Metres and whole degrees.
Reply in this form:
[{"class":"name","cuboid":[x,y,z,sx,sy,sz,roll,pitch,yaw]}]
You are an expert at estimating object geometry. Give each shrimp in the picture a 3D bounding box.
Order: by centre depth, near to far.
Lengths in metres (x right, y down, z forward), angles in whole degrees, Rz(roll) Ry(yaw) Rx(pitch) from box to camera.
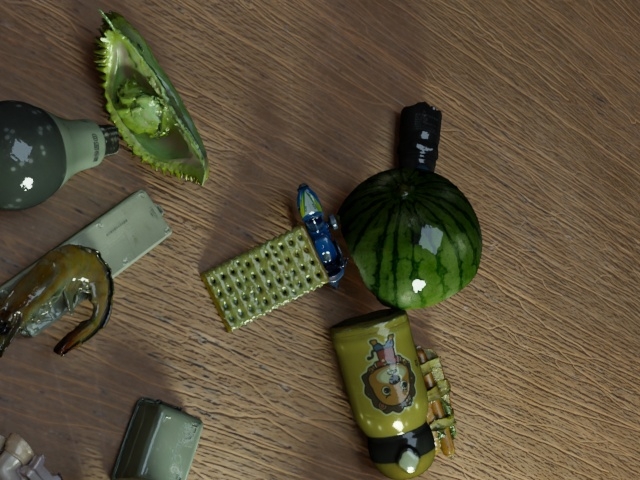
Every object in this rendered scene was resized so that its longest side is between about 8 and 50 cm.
[{"class":"shrimp","cuboid":[-0.445,0.119,1.473,0.173,0.058,0.253,48,56,-29]}]

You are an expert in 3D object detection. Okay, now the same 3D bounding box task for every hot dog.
[{"class":"hot dog","cuboid":[0.251,0.366,1.963,0.109,0.072,0.269,-16,89,-34]}]

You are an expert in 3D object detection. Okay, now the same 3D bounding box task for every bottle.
[{"class":"bottle","cuboid":[0.146,0.329,1.832,0.171,0.171,0.351,-17,91,-37]}]

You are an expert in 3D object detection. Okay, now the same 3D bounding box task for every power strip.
[{"class":"power strip","cuboid":[-0.425,0.040,1.558,0.367,0.043,0.106,-41,105,-34]}]

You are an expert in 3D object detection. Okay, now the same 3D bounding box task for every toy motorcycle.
[{"class":"toy motorcycle","cuboid":[0.000,0.000,1.801,0.092,0.135,0.254,-19,109,-1]}]

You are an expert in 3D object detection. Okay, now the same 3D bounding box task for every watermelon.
[{"class":"watermelon","cuboid":[0.196,-0.035,1.823,0.331,0.189,0.331,0,61,0]}]

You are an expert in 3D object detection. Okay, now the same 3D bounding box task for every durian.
[{"class":"durian","cuboid":[-0.308,-0.267,1.624,0.157,0.169,0.355,-39,105,-32]}]

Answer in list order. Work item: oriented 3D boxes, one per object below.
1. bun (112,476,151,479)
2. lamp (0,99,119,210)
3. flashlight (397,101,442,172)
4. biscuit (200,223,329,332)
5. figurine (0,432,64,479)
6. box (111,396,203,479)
[{"class":"bun","cuboid":[-0.325,0.542,1.352,0.359,0.211,0.360,2,62,-4]},{"class":"lamp","cuboid":[-0.471,-0.170,1.488,0.314,0.182,0.182,-36,102,-40]},{"class":"flashlight","cuboid":[0.217,-0.113,2.020,0.103,0.103,0.424,16,73,-32]},{"class":"biscuit","cuboid":[-0.108,0.076,1.729,0.231,0.016,0.139,-26,96,-7]},{"class":"figurine","cuboid":[-0.528,0.430,1.328,0.257,0.182,0.144,-59,157,-31]},{"class":"box","cuboid":[-0.286,0.376,1.561,0.124,0.093,0.172,27,66,-29]}]
